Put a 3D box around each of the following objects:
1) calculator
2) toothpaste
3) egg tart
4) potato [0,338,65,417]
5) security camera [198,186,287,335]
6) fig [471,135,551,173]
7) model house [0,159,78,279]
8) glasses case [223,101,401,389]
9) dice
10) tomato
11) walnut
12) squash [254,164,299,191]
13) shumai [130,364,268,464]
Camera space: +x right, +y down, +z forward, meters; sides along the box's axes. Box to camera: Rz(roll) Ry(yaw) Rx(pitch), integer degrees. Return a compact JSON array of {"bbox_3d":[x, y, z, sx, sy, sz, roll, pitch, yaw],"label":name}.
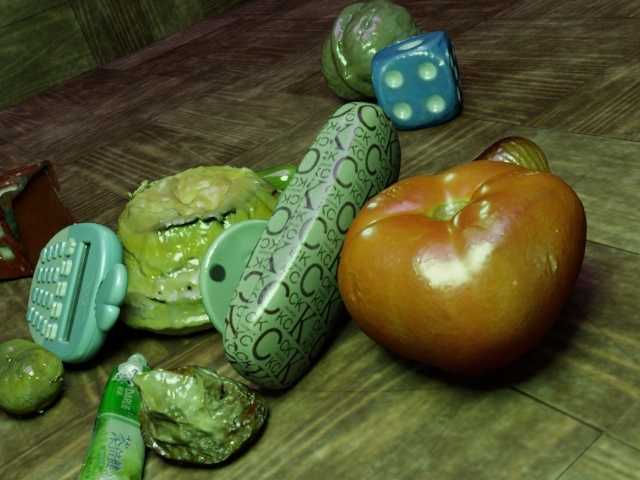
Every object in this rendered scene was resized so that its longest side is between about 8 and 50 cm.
[{"bbox_3d":[-0.331,0.069,1.004,0.303,0.042,0.188,3,79,49],"label":"calculator"},{"bbox_3d":[-0.216,0.207,0.807,0.078,0.046,0.248,-1,29,-4],"label":"toothpaste"},{"bbox_3d":[-0.172,-0.014,1.062,0.352,0.149,0.352,-9,32,6],"label":"egg tart"},{"bbox_3d":[-0.376,0.172,0.939,0.138,0.070,0.091,12,46,47],"label":"potato"},{"bbox_3d":[-0.032,0.014,0.935,0.301,0.157,0.080,-38,16,-31],"label":"security camera"},{"bbox_3d":[0.264,-0.063,0.971,0.119,0.153,0.119,-47,-4,-4],"label":"fig"},{"bbox_3d":[-0.606,-0.021,1.341,0.254,0.160,0.196,-13,28,14],"label":"model house"},{"bbox_3d":[0.000,0.000,0.845,0.085,0.137,0.354,13,65,33],"label":"glasses case"},{"bbox_3d":[0.179,-0.295,1.365,0.147,0.146,0.143,-9,27,20],"label":"dice"},{"bbox_3d":[0.147,0.026,0.764,0.260,0.179,0.259,-14,26,7],"label":"tomato"},{"bbox_3d":[0.103,-0.389,1.531,0.224,0.224,0.224,-15,28,8],"label":"walnut"},{"bbox_3d":[-0.128,-0.083,1.254,0.258,0.069,0.069,-8,30,21],"label":"squash"},{"bbox_3d":[-0.123,0.168,0.775,0.139,0.105,0.123,30,40,19],"label":"shumai"}]
